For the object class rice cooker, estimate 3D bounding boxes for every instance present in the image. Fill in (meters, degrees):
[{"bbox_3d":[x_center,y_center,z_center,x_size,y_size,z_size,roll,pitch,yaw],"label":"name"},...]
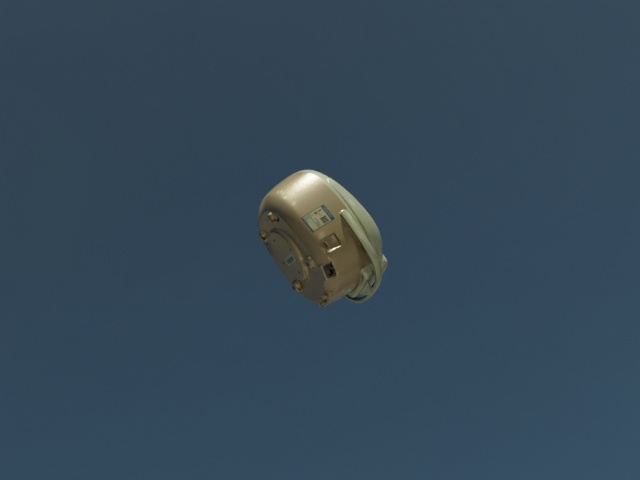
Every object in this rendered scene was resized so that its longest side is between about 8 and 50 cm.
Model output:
[{"bbox_3d":[0.000,0.000,1.487,0.127,0.206,0.145,-27,-17,-27],"label":"rice cooker"}]
